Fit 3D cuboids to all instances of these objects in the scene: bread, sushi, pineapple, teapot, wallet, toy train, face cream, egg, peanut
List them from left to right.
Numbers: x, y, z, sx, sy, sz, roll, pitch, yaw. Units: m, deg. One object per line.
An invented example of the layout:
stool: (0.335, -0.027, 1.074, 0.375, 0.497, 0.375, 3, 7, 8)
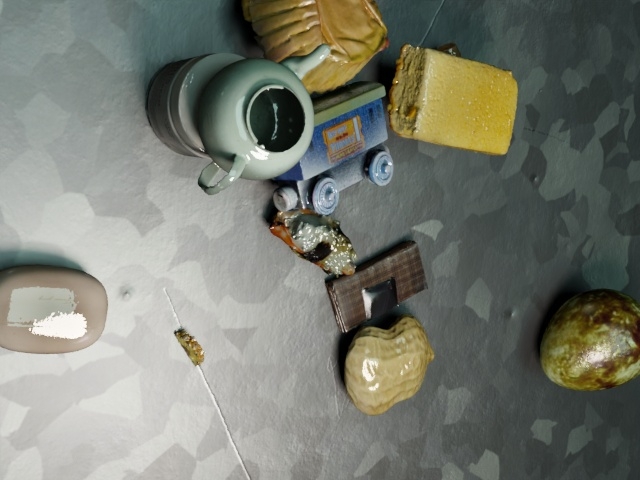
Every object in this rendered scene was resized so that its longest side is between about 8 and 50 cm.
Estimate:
pineapple: (-0.237, 0.201, 1.489, 0.019, 0.045, 0.083, -41, 114, -34)
face cream: (-0.192, -0.229, 1.380, 0.177, 0.153, 0.177, -5, 100, -33)
teapot: (-0.097, -0.191, 1.278, 0.193, 0.129, 0.294, 41, 74, -29)
bread: (-0.006, -0.407, 1.441, 0.274, 0.149, 0.274, 8, 75, -31)
sushi: (0.003, 0.000, 1.573, 0.226, 0.103, 0.097, 37, 77, -39)
toy train: (0.020, -0.173, 1.506, 0.299, 0.131, 0.202, -30, 117, -42)
wallet: (0.123, 0.096, 1.700, 0.230, 0.042, 0.124, -26, 109, -28)
peanut: (0.149, 0.259, 1.704, 0.233, 0.110, 0.197, -17, 107, -27)
bread: (0.265, -0.276, 1.607, 0.274, 0.114, 0.185, 3, 99, -38)
egg: (0.668, 0.246, 1.956, 0.289, 0.238, 0.238, -26, 112, -13)

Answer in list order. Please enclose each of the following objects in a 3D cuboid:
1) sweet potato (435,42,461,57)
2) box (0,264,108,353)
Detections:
sweet potato: (0.310, -0.292, 1.742, 0.067, 0.059, 0.281, -68, 140, -54)
box: (-0.448, 0.113, 1.313, 0.200, 0.088, 0.146, 8, 93, -32)
